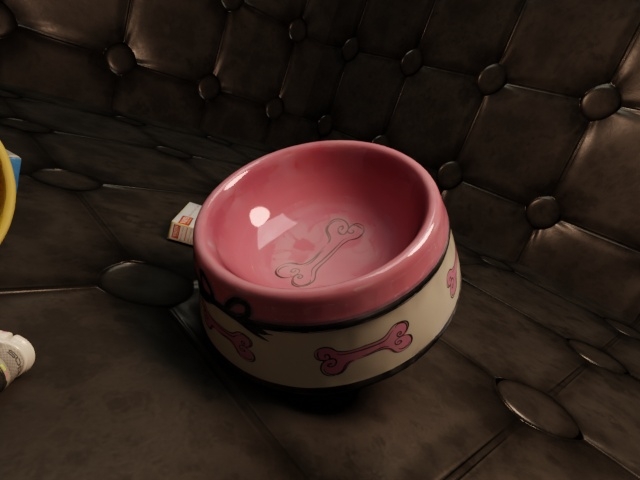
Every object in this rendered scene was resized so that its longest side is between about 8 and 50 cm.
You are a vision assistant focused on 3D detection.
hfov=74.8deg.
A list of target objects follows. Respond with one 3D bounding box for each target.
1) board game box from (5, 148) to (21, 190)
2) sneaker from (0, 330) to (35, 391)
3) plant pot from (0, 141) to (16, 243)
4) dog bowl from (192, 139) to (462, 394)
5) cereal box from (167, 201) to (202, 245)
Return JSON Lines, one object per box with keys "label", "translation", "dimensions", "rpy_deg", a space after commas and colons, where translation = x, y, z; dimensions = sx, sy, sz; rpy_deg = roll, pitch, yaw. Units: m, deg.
{"label": "board game box", "translation": [-0.771, -0.161, 0.722], "dimensions": [0.308, 0.086, 0.302], "rpy_deg": [26, 18, 20]}
{"label": "sneaker", "translation": [-0.362, 0.108, 0.375], "dimensions": [0.170, 0.063, 0.075], "rpy_deg": [18, 10, -23]}
{"label": "plant pot", "translation": [-0.531, -0.068, 0.465], "dimensions": [0.239, 0.253, 0.254], "rpy_deg": [13, 10, 33]}
{"label": "dog bowl", "translation": [0.000, 0.000, 0.617], "dimensions": [0.408, 0.150, 0.408], "rpy_deg": [-6, 42, 5]}
{"label": "cereal box", "translation": [-0.208, -0.015, 0.964], "dimensions": [0.240, 0.047, 0.173], "rpy_deg": [17, 17, -9]}
